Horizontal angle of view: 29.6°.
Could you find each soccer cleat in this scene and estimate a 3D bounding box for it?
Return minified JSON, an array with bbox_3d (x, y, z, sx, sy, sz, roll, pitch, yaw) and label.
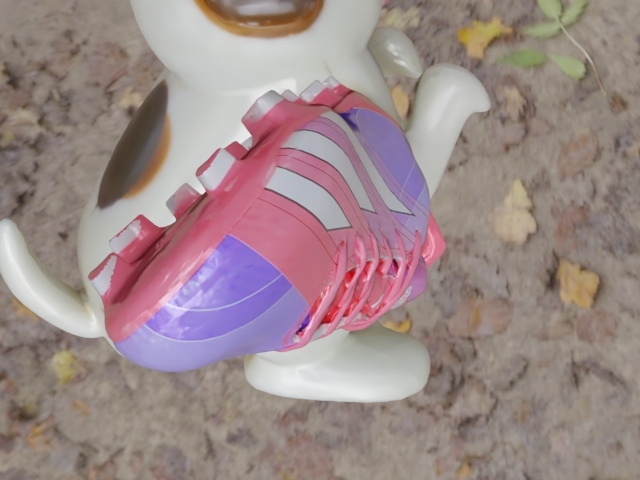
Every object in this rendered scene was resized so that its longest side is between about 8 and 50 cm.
[{"bbox_3d":[0.000,0.000,0.424,0.083,0.248,0.095,-42,94,16],"label":"soccer cleat"}]

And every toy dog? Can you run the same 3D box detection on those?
[{"bbox_3d":[-0.065,-0.112,1.015,0.395,0.284,0.408,2,117,-11],"label":"toy dog"}]
